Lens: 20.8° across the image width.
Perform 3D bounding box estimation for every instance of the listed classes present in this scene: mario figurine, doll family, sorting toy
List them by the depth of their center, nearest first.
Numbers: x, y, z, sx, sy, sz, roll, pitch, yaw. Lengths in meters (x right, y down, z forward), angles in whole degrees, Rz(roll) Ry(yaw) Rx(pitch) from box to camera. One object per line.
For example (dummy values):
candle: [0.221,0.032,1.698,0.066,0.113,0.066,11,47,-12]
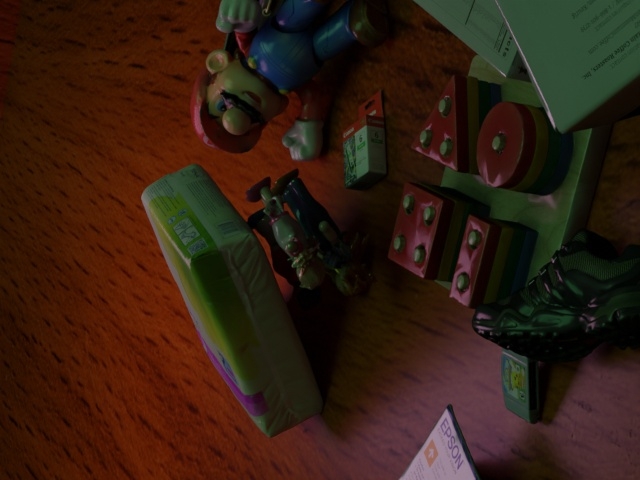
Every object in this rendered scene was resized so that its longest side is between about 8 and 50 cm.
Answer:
sorting toy: [0.174,-0.055,1.834,0.257,0.089,0.255,33,113,61]
doll family: [0.000,0.000,2.081,0.163,0.118,0.263,56,173,8]
mario figurine: [-0.057,-0.206,2.220,0.320,0.170,0.198,-41,74,39]

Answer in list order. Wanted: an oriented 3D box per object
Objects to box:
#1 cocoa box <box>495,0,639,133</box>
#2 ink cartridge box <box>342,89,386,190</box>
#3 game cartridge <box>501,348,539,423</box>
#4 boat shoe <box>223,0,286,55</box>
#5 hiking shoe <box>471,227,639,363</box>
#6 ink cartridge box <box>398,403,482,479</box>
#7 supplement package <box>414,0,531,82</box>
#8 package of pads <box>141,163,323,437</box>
cocoa box: [0.321,-0.273,1.398,0.347,0.228,0.231,-40,70,53]
ink cartridge box: [0.053,-0.125,2.158,0.063,0.029,0.115,-34,54,56]
game cartridge: [0.204,0.141,1.780,0.056,0.017,0.083,-148,52,-65]
boat shoe: [-0.060,-0.354,2.313,0.116,0.097,0.324,-114,30,-45]
hiking shoe: [0.245,0.050,1.681,0.227,0.086,0.114,-10,59,45]
ink cartridge box: [0.133,0.399,1.817,0.330,0.071,0.324,-59,34,32]
supplement package: [0.212,-0.256,1.766,0.244,0.134,0.139,52,129,55]
package of pads: [-0.113,0.071,2.206,0.229,0.101,0.296,49,163,56]
